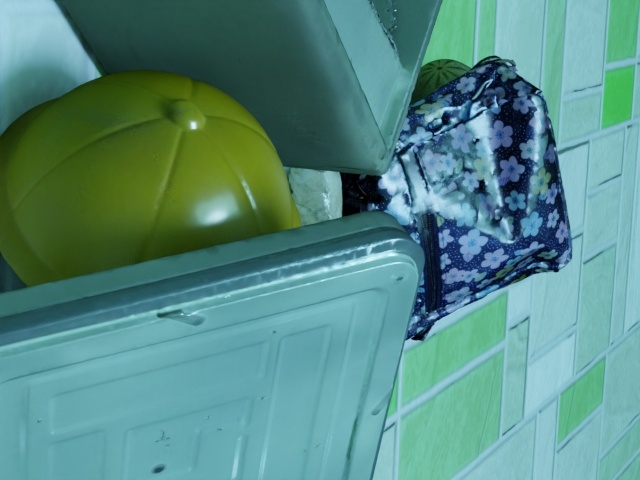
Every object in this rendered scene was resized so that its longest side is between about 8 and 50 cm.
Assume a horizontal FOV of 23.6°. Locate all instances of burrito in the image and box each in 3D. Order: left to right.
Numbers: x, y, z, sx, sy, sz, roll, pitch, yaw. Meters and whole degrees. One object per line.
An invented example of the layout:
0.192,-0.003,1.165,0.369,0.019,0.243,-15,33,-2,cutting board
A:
0.000,0.000,1.250,0.055,0.041,0.149,-68,155,-58,burrito

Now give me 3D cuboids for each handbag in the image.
0.105,-0.029,1.315,0.208,0.127,0.228,-23,125,-13,handbag

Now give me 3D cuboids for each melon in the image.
0.119,-0.107,1.415,0.098,0.098,0.130,-59,141,-41,melon

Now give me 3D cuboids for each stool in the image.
-0.029,-0.217,0.980,0.243,0.170,0.269,62,41,-53,stool

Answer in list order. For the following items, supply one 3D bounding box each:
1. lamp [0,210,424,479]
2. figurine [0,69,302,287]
-0.083,0.111,0.842,0.269,0.047,0.266,-13,136,-24,lamp
-0.093,0.022,0.913,0.192,0.167,0.256,-73,159,-52,figurine
